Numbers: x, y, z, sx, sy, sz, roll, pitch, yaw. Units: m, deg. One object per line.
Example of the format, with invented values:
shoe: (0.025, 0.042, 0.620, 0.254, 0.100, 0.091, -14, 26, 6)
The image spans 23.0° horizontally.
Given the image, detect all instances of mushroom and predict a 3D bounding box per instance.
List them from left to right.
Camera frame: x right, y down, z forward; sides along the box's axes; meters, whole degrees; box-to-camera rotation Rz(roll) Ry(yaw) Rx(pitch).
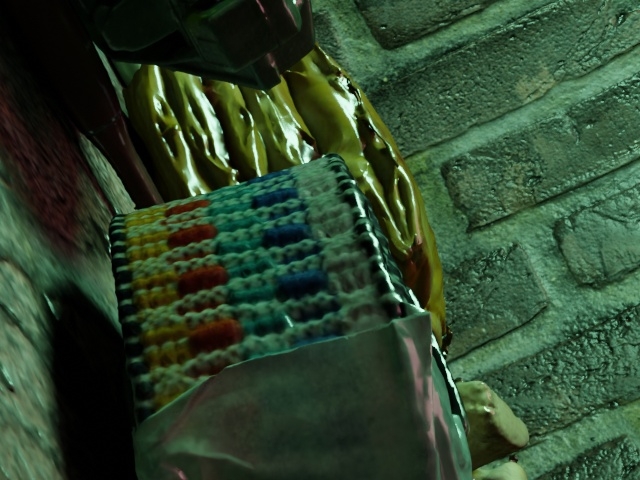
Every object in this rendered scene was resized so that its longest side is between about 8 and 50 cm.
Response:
mushroom: (0.120, 0.235, 1.479, 0.285, 0.156, 0.151, 44, 30, -43)

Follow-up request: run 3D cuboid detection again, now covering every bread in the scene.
bread: (0.000, 0.000, 1.169, 0.277, 0.167, 0.324, 67, 6, 29)

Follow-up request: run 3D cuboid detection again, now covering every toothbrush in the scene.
toothbrush: (-0.152, -0.117, 0.887, 0.364, 0.041, 0.041, 62, 5, -23)

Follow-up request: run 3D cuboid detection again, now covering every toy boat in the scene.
toy boat: (-0.112, -0.162, 0.909, 0.319, 0.092, 0.141, 21, -37, 61)

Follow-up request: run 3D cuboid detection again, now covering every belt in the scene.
belt: (-0.012, 0.086, 0.716, 0.257, 0.150, 0.207, -110, -178, -47)

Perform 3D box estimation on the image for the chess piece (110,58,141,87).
chess piece: (-0.111, -0.162, 1.190, 0.067, 0.103, 0.067, 64, 5, -10)
